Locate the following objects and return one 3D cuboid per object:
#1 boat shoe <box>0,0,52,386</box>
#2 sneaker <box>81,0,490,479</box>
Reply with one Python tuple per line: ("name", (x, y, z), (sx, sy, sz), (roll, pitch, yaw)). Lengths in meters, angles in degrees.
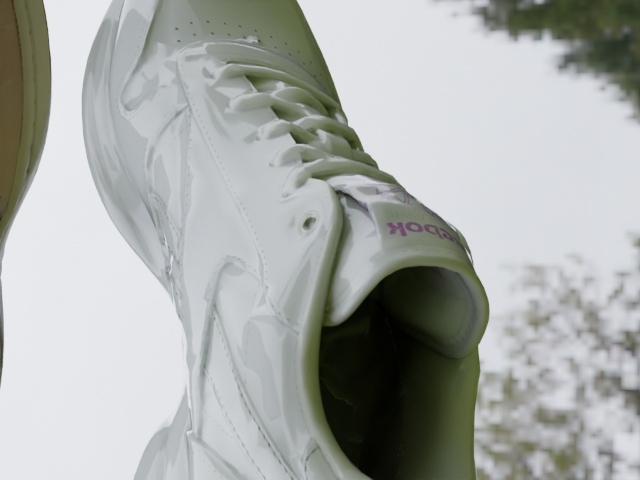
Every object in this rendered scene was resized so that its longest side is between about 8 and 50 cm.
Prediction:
("boat shoe", (-0.189, -0.017, 0.794), (0.110, 0.122, 0.341), (-45, -33, -52))
("sneaker", (0.000, 0.000, 0.689), (0.114, 0.152, 0.305), (12, -127, -36))
